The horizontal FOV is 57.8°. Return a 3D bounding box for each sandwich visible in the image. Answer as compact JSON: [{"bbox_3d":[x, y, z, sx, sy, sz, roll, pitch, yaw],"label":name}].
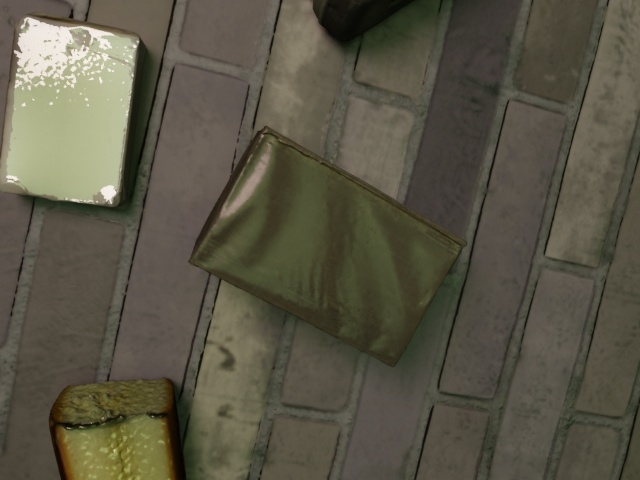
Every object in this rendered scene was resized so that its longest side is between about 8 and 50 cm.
[{"bbox_3d":[-0.207,0.274,0.624,0.122,0.128,0.235,-7,98,-14],"label":"sandwich"}]

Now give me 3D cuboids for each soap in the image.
[{"bbox_3d":[-0.256,-0.131,0.601,0.122,0.064,0.183,8,95,-12],"label":"soap"}]

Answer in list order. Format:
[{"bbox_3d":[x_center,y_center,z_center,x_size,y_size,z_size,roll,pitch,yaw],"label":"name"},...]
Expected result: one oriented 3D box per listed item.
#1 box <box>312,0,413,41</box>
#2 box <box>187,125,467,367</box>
[{"bbox_3d":[0.074,-0.322,0.606,0.210,0.148,0.129,-33,93,-8],"label":"box"},{"bbox_3d":[0.000,0.000,0.621,0.232,0.155,0.148,29,93,-14],"label":"box"}]
